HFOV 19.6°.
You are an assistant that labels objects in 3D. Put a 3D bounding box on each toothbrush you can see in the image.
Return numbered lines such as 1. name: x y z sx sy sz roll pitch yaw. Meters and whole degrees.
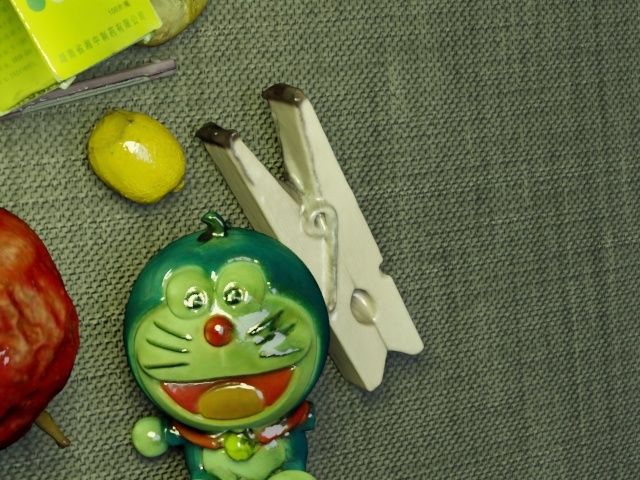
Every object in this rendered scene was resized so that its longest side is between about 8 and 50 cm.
1. toothbrush: -0.293 -0.130 1.747 0.354 0.024 0.029 -18 93 -29

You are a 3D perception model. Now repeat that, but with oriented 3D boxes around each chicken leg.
1. chicken leg: -0.140 -0.253 1.817 0.178 0.070 0.093 -33 103 -34

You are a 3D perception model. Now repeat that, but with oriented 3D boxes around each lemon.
1. lemon: -0.175 -0.078 1.789 0.111 0.082 0.082 42 71 -27

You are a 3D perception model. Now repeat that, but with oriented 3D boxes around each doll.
1. doll: -0.090 0.123 1.798 0.198 0.186 0.322 -1 113 -2

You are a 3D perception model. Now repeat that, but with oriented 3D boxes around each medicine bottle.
1. medicine bottle: -0.271 -0.256 1.661 0.137 0.141 0.250 -35 100 -33

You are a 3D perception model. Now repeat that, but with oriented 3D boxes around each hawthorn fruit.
1. hawthorn fruit: -0.311 0.098 1.651 0.266 0.210 0.230 51 53 -38

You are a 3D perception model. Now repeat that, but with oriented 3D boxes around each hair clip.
1. hair clip: -0.002 0.000 1.900 0.101 0.085 0.331 -39 118 -22
